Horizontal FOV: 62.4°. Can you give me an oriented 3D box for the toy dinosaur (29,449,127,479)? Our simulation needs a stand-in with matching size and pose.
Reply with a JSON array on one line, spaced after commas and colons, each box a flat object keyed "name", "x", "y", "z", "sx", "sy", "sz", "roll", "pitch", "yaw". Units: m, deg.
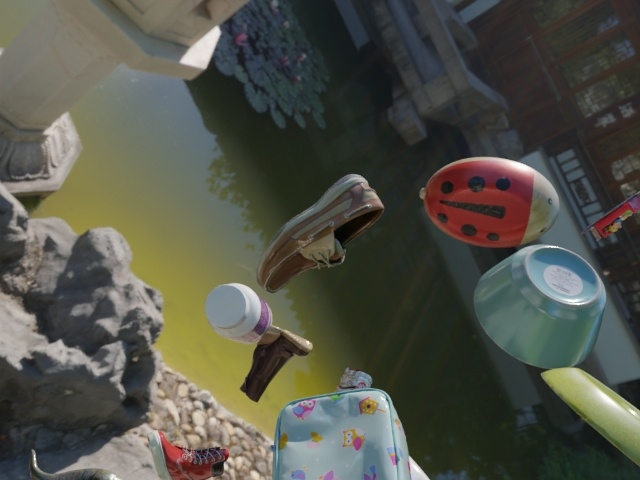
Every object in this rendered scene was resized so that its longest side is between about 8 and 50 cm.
[{"name": "toy dinosaur", "x": -0.336, "y": 0.444, "z": 0.835, "sx": 0.313, "sy": 0.160, "sz": 0.121, "roll": 52, "pitch": -8, "yaw": 14}]

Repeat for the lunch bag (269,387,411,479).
[{"name": "lunch bag", "x": 0.029, "y": 0.380, "z": 0.842, "sx": 0.279, "sy": 0.224, "sz": 0.108, "roll": -92, "pitch": 163, "yaw": -47}]

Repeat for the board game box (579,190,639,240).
[{"name": "board game box", "x": 0.546, "y": -0.042, "z": 0.964, "sx": 0.033, "sy": 0.133, "sz": 0.168, "roll": 57, "pitch": 12, "yaw": 17}]

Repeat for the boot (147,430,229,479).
[{"name": "boot", "x": -0.329, "y": 0.540, "z": 1.343, "sx": 0.088, "sy": 0.176, "sz": 0.244, "roll": -128, "pitch": -156, "yaw": -49}]

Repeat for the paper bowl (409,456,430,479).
[{"name": "paper bowl", "x": 0.201, "y": 0.620, "z": 1.260, "sx": 0.284, "sy": 0.148, "sz": 0.284, "roll": 50, "pitch": -10, "yaw": 12}]

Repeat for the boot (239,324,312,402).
[{"name": "boot", "x": -0.124, "y": 0.347, "z": 1.443, "sx": 0.090, "sy": 0.248, "sz": 0.207, "roll": 30, "pitch": 77, "yaw": -24}]

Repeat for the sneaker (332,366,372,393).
[{"name": "sneaker", "x": 0.074, "y": 0.465, "z": 1.583, "sx": 0.090, "sy": 0.270, "sz": 0.145, "roll": 27, "pitch": 63, "yaw": -7}]

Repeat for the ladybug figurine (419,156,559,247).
[{"name": "ladybug figurine", "x": 0.547, "y": -0.116, "z": 1.743, "sx": 0.162, "sy": 0.449, "sz": 0.305, "roll": -39, "pitch": 134, "yaw": -65}]

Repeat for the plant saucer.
[{"name": "plant saucer", "x": 0.376, "y": 0.227, "z": 0.625, "sx": 0.241, "sy": 0.037, "sz": 0.241, "roll": 36, "pitch": 9, "yaw": -6}]

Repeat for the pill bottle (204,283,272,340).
[{"name": "pill bottle", "x": -0.257, "y": 0.227, "z": 1.650, "sx": 0.301, "sy": 0.169, "sz": 0.169, "roll": 73, "pitch": 0, "yaw": -73}]

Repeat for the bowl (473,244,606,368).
[{"name": "bowl", "x": 0.544, "y": 0.130, "z": 1.269, "sx": 0.163, "sy": 0.311, "sz": 0.312, "roll": 99, "pitch": -5, "yaw": -48}]

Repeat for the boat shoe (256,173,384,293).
[{"name": "boat shoe", "x": 0.000, "y": 0.000, "z": 1.126, "sx": 0.116, "sy": 0.324, "sz": 0.123, "roll": 46, "pitch": 2, "yaw": 29}]
